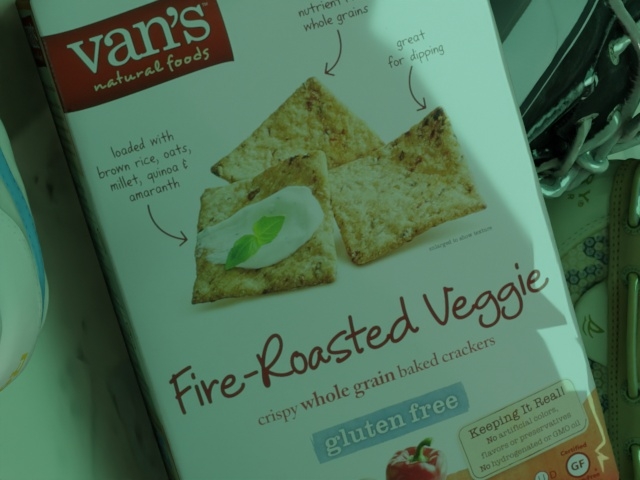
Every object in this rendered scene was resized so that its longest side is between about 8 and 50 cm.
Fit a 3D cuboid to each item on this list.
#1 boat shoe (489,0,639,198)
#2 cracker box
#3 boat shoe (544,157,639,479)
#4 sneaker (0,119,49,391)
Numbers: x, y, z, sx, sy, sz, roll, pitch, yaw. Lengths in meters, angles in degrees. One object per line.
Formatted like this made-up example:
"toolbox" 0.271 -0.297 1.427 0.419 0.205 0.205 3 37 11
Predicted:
"boat shoe" 0.101 -0.077 0.878 0.105 0.113 0.306 51 37 -14
"cracker box" 0.000 0.000 0.708 0.156 0.067 0.232 -19 100 -10
"boat shoe" 0.165 0.095 0.943 0.104 0.089 0.285 -44 118 -47
"sneaker" -0.151 -0.054 0.588 0.092 0.087 0.228 -29 99 -81
